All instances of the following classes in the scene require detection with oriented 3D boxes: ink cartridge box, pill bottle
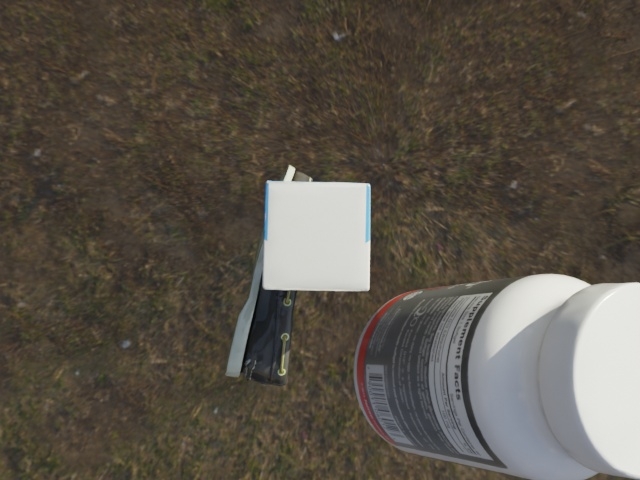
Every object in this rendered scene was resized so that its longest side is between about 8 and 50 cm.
[{"bbox_3d":[0.000,0.000,0.691,0.090,0.143,0.092,1,87,3],"label":"ink cartridge box"},{"bbox_3d":[0.206,0.146,0.819,0.210,0.363,0.210,4,81,-26],"label":"pill bottle"}]

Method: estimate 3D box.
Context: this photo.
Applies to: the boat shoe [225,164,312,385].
[{"bbox_3d":[-0.040,0.037,0.792,0.069,0.081,0.227,15,86,-6],"label":"boat shoe"}]
